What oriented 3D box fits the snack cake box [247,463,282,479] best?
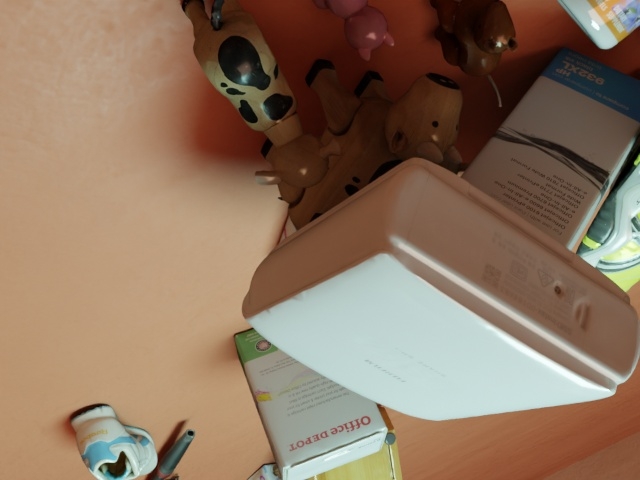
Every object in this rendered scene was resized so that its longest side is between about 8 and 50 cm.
[{"bbox_3d":[-0.014,0.557,1.655,0.264,0.152,0.089,5,138,-41],"label":"snack cake box"}]

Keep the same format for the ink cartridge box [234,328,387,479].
[{"bbox_3d":[-0.017,0.220,1.104,0.154,0.213,0.093,-18,148,-13],"label":"ink cartridge box"}]

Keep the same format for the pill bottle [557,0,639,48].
[{"bbox_3d":[0.306,-0.286,0.683,0.216,0.121,0.121,-41,145,22],"label":"pill bottle"}]

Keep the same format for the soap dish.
[{"bbox_3d":[0.060,0.501,1.509,0.228,0.291,0.118,-10,-177,-24],"label":"soap dish"}]

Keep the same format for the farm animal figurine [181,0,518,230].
[{"bbox_3d":[0.035,-0.105,0.707,0.330,0.172,0.327,-10,145,-24],"label":"farm animal figurine"}]

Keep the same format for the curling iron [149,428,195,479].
[{"bbox_3d":[-0.261,0.395,1.357,0.068,0.035,0.274,-11,146,-30],"label":"curling iron"}]

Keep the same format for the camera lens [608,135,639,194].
[{"bbox_3d":[0.508,-0.087,1.022,0.219,0.219,0.274,-25,148,-1],"label":"camera lens"}]

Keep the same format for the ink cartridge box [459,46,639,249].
[{"bbox_3d":[0.229,-0.033,0.856,0.307,0.129,0.223,-48,162,-33],"label":"ink cartridge box"}]

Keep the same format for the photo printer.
[{"bbox_3d":[0.081,0.068,0.694,0.256,0.107,0.307,31,152,-18],"label":"photo printer"}]

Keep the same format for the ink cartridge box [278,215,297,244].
[{"bbox_3d":[0.000,0.000,0.949,0.088,0.052,0.122,-8,143,-26],"label":"ink cartridge box"}]

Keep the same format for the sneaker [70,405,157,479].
[{"bbox_3d":[-0.312,0.336,1.181,0.087,0.092,0.229,-26,149,-3],"label":"sneaker"}]

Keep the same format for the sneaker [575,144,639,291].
[{"bbox_3d":[0.392,-0.042,0.827,0.145,0.147,0.385,-50,163,-35],"label":"sneaker"}]
